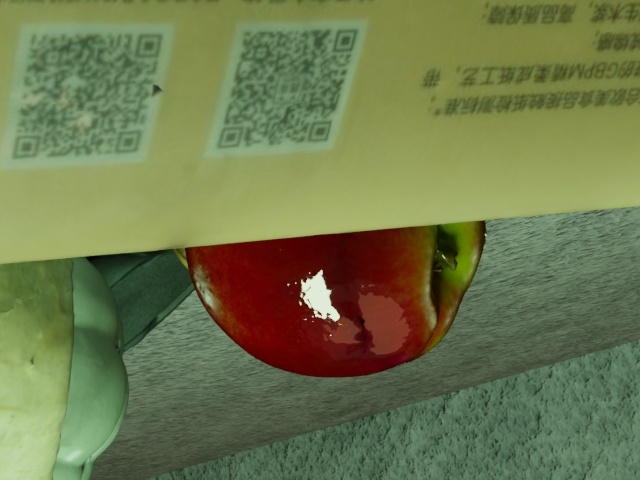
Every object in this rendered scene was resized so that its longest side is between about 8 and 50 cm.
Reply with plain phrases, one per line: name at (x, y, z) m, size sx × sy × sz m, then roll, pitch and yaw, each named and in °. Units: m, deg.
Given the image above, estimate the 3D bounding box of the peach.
peach at (0.000, 0.000, 1.163) m, size 0.197 × 0.197 × 0.197 m, roll -11°, pitch 169°, yaw -2°

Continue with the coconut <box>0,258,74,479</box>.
coconut at (-0.252, 0.020, 0.745) m, size 0.297 × 0.297 × 0.254 m, roll -17°, pitch 175°, yaw 26°

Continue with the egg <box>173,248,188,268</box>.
egg at (-0.074, -0.008, 1.263) m, size 0.071 × 0.083 × 0.071 m, roll -14°, pitch 156°, yaw -6°

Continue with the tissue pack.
tissue pack at (-0.004, -0.138, 0.468) m, size 0.305 × 0.238 × 0.238 m, roll -5°, pitch 167°, yaw -32°

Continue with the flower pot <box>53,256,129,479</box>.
flower pot at (-0.248, 0.091, 1.204) m, size 0.246 × 0.246 × 0.195 m, roll -19°, pitch -162°, yaw 36°

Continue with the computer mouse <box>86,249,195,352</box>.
computer mouse at (-0.198, 0.071, 1.456) m, size 0.379 × 0.090 × 0.167 m, roll -19°, pitch 166°, yaw -8°
